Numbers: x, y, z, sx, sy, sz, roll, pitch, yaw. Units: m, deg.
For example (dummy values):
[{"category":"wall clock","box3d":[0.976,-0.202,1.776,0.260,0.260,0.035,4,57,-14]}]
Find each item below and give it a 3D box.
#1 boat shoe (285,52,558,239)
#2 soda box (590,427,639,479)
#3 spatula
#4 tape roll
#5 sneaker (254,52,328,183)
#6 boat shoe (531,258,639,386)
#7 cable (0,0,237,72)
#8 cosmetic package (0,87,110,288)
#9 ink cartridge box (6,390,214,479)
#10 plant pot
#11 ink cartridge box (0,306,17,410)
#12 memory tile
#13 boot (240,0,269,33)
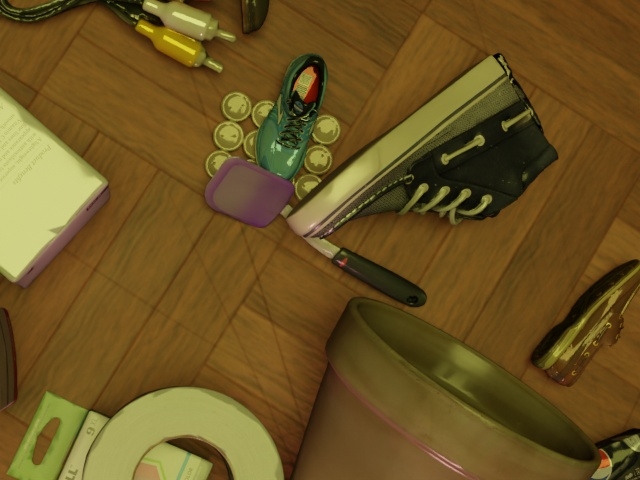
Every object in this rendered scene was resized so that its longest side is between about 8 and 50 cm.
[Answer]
[{"category":"boat shoe","box3d":[0.129,-0.067,1.726,0.340,0.127,0.158,-38,94,-20]},{"category":"soda box","box3d":[0.316,0.276,1.775,0.169,0.060,0.053,-21,88,-9]},{"category":"spatula","box3d":[0.000,0.000,1.756,0.296,0.030,0.084,33,123,-10]},{"category":"tape roll","box3d":[-0.152,0.269,1.640,0.219,0.072,0.219,1,84,-9]},{"category":"sneaker","box3d":[-0.033,-0.145,1.740,0.063,0.073,0.162,16,86,-7]},{"category":"boat shoe","box3d":[0.331,0.099,1.793,0.060,0.064,0.178,43,88,-8]},{"category":"cable","box3d":[-0.234,-0.289,1.729,0.287,0.072,0.139,11,104,-9]},{"category":"cosmetic package","box3d":[-0.351,-0.062,1.663,0.184,0.151,0.151,42,82,-2]},{"category":"ink cartridge box","box3d":[-0.239,0.260,1.698,0.209,0.062,0.109,25,82,-5]},{"category":"plant pot","box3d":[0.096,0.262,1.646,0.323,0.323,0.280,32,99,-4]},{"category":"ink cartridge box","box3d":[-0.432,0.131,1.569,0.207,0.283,0.117,-5,86,-9]},{"category":"memory tile","box3d":[-0.057,-0.109,1.778,0.148,0.012,0.113,15,84,-7]},{"category":"boot","box3d":[-0.035,-0.344,1.766,0.106,0.082,0.219,9,82,-5]}]
